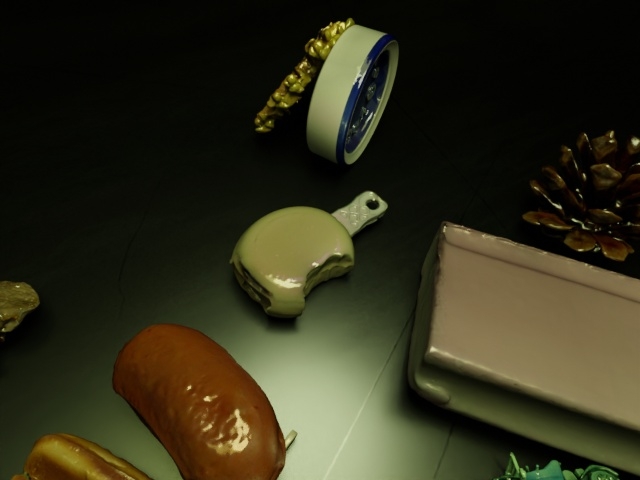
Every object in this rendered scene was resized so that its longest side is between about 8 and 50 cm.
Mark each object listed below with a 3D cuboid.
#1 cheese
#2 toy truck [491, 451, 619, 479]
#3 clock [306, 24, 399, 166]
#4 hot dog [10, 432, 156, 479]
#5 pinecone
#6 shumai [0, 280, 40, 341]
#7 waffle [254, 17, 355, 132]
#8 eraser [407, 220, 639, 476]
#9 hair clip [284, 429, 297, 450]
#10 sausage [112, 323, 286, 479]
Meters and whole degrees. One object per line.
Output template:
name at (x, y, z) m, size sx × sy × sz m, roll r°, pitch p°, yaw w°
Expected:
cheese at (0.000, 0.000, 0.728) m, size 0.286 × 0.082 × 0.163 m, roll -32°, pitch 66°, yaw -26°
toy truck at (0.277, 0.305, 0.570) m, size 0.154 × 0.080 × 0.078 m, roll -1°, pitch 29°, yaw -8°
clock at (0.057, -0.250, 0.814) m, size 0.083 × 0.230 × 0.230 m, roll 27°, pitch 57°, yaw 12°
hot dog at (-0.215, 0.309, 0.495) m, size 0.269 × 0.072 × 0.115 m, roll 29°, pitch 57°, yaw 10°
pinecone at (0.467, -0.081, 0.779) m, size 0.202 × 0.201 × 0.229 m, roll 31°, pitch 31°, yaw -3°
shumai at (-0.457, 0.102, 0.608) m, size 0.139 × 0.105 × 0.123 m, roll 26°, pitch 12°, yaw -1°
waffle at (-0.035, -0.295, 0.844) m, size 0.051 × 0.231 × 0.229 m, roll 38°, pitch 49°, yaw -13°
eraser at (0.312, 0.135, 0.633) m, size 0.359 × 0.122 × 0.272 m, roll 16°, pitch 45°, yaw 4°
hair clip at (-0.053, 0.327, 0.527) m, size 0.072 × 0.034 × 0.226 m, roll -2°, pitch 57°, yaw -10°
sausage at (-0.142, 0.187, 0.539) m, size 0.133 × 0.133 × 0.258 m, roll -37°, pitch 48°, yaw -27°
